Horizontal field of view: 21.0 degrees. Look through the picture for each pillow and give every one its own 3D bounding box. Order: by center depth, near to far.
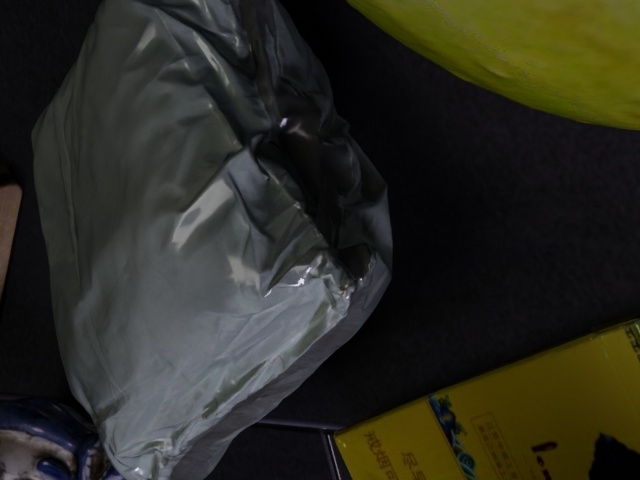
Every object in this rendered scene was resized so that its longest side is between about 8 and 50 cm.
[{"bbox_3d":[-0.084,-0.025,1.040,0.310,0.138,0.283,-47,57,50],"label":"pillow"}]

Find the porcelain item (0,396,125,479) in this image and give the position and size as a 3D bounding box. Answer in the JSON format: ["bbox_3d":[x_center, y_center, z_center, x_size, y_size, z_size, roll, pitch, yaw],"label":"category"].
[{"bbox_3d":[-0.188,0.258,1.332,0.186,0.138,0.288,10,112,26],"label":"porcelain item"}]

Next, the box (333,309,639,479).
[{"bbox_3d":[0.126,0.142,0.975,0.279,0.041,0.153,-28,86,50],"label":"box"}]

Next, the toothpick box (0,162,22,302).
[{"bbox_3d":[-0.406,-0.044,1.378,0.308,0.187,0.190,44,137,30],"label":"toothpick box"}]

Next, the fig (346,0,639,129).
[{"bbox_3d":[0.099,-0.170,0.629,0.258,0.326,0.258,-2,87,45],"label":"fig"}]
